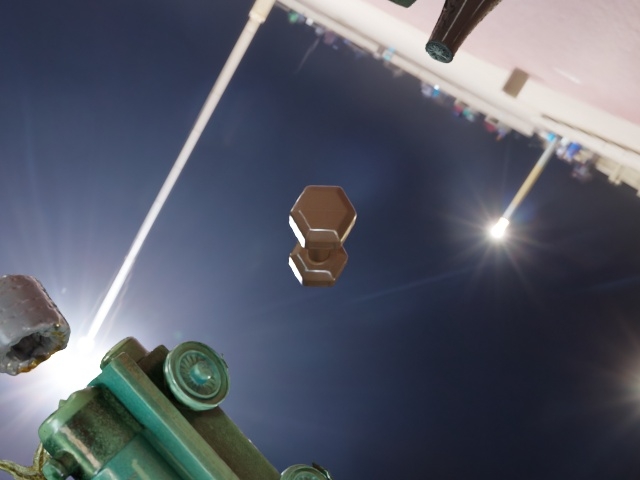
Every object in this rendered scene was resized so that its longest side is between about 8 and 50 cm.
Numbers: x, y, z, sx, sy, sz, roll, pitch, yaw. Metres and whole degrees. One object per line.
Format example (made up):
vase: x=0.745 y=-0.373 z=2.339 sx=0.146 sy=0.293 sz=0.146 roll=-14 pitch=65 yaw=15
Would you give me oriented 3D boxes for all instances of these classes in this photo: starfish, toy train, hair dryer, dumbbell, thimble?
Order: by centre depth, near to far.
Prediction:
toy train: x=-0.115 y=0.228 z=0.698 sx=0.298 sy=0.120 sz=0.194 roll=48 pitch=-147 yaw=-1
hair dryer: x=0.134 y=-0.331 z=0.856 sx=0.075 sy=0.195 sz=0.219 roll=7 pitch=148 yaw=49
dumbbell: x=0.000 y=0.000 z=1.137 sx=0.092 sy=0.081 sz=0.231 roll=2 pitch=160 yaw=-2
thimble: x=-0.468 y=0.128 z=1.207 sx=0.118 sy=0.127 sz=0.151 roll=51 pitch=159 yaw=19
starfish: x=-0.527 y=0.444 z=1.474 sx=0.217 sy=0.223 sz=0.050 roll=23 pitch=174 yaw=4

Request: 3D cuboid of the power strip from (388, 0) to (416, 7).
power strip: x=0.117 y=-0.401 z=1.007 sx=0.061 sy=0.215 sz=0.145 roll=19 pitch=165 yaw=-15
